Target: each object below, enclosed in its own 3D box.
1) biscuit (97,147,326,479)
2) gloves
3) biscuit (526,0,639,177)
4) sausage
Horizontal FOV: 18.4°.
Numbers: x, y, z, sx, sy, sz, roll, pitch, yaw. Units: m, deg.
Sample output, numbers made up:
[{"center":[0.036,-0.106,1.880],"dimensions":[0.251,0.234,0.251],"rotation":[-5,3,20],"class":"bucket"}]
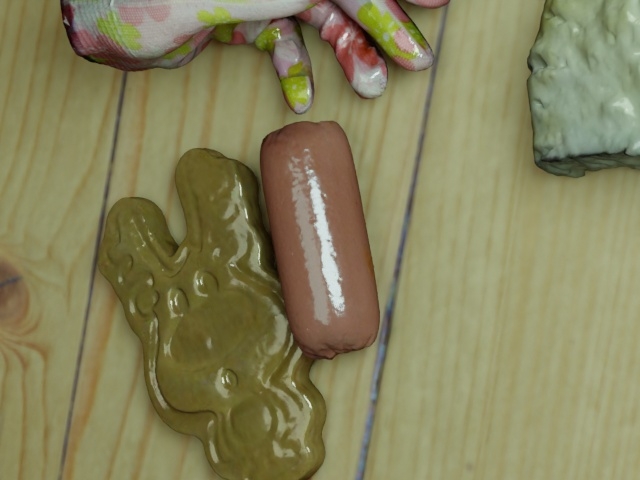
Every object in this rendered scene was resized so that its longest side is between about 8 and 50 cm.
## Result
[{"center":[-0.069,0.061,1.344],"dimensions":[0.144,0.040,0.236],"rotation":[-34,72,35],"class":"biscuit"},{"center":[-0.039,-0.158,1.256],"dimensions":[0.241,0.145,0.126],"rotation":[-10,57,8],"class":"gloves"},{"center":[0.214,-0.118,1.079],"dimensions":[0.281,0.084,0.179],"rotation":[-12,96,47],"class":"biscuit"},{"center":[0.000,0.000,1.276],"dimensions":[0.062,0.062,0.154],"rotation":[-14,84,32],"class":"sausage"}]
